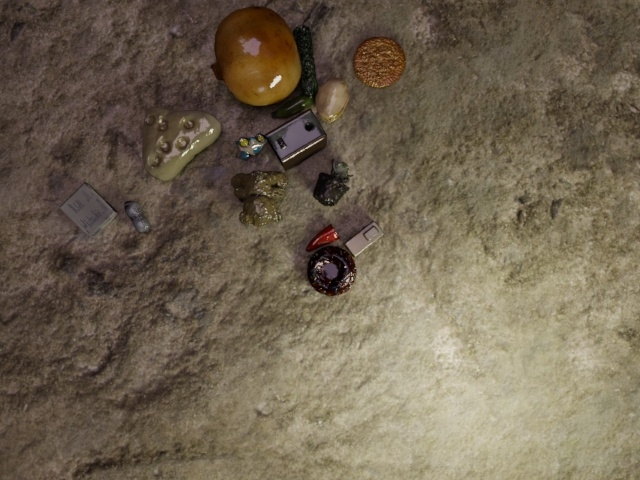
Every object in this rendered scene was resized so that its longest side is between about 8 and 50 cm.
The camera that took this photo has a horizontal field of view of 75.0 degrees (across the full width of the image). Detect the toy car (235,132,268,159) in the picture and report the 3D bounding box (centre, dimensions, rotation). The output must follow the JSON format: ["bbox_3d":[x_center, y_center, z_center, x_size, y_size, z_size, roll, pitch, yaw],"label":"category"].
[{"bbox_3d":[-0.303,-0.435,1.911,0.161,0.126,0.098,-13,109,-11],"label":"toy car"}]

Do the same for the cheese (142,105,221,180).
[{"bbox_3d":[-0.637,-0.426,1.894,0.350,0.129,0.329,8,84,2],"label":"cheese"}]

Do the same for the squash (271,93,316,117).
[{"bbox_3d":[-0.111,-0.628,1.937,0.252,0.066,0.066,-29,87,-1],"label":"squash"}]

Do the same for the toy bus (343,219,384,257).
[{"bbox_3d":[0.197,-0.010,1.879,0.182,0.103,0.091,-38,88,-2],"label":"toy bus"}]

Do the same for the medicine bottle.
[{"bbox_3d":[-1.063,-0.138,1.916,0.201,0.052,0.171,43,87,2],"label":"medicine bottle"}]

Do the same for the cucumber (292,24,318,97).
[{"bbox_3d":[-0.063,-0.804,1.909,0.096,0.096,0.360,-9,78,0],"label":"cucumber"}]

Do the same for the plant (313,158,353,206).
[{"bbox_3d":[0.058,-0.254,1.875,0.142,0.131,0.203,29,77,-29],"label":"plant"}]

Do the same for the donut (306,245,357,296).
[{"bbox_3d":[0.049,0.136,1.873,0.234,0.089,0.235,-1,86,7],"label":"donut"}]

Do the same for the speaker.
[{"bbox_3d":[-0.103,-0.446,1.863,0.230,0.192,0.153,-31,86,-3],"label":"speaker"}]

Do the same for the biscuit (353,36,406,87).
[{"bbox_3d":[0.277,-0.842,1.965,0.253,0.035,0.254,0,87,1],"label":"biscuit"}]

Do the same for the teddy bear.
[{"bbox_3d":[-0.270,-0.189,1.868,0.266,0.156,0.256,-4,88,-2],"label":"teddy bear"}]

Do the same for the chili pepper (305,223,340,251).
[{"bbox_3d":[0.002,0.002,1.907,0.168,0.065,0.088,-32,113,5],"label":"chili pepper"}]

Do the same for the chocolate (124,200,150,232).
[{"bbox_3d":[-0.836,-0.109,1.904,0.072,0.072,0.167,-32,87,-2],"label":"chocolate"}]

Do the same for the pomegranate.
[{"bbox_3d":[-0.280,-0.774,1.801,0.415,0.416,0.418,0,86,0],"label":"pomegranate"}]

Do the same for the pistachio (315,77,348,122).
[{"bbox_3d":[0.050,-0.645,1.914,0.145,0.117,0.201,21,94,10],"label":"pistachio"}]
